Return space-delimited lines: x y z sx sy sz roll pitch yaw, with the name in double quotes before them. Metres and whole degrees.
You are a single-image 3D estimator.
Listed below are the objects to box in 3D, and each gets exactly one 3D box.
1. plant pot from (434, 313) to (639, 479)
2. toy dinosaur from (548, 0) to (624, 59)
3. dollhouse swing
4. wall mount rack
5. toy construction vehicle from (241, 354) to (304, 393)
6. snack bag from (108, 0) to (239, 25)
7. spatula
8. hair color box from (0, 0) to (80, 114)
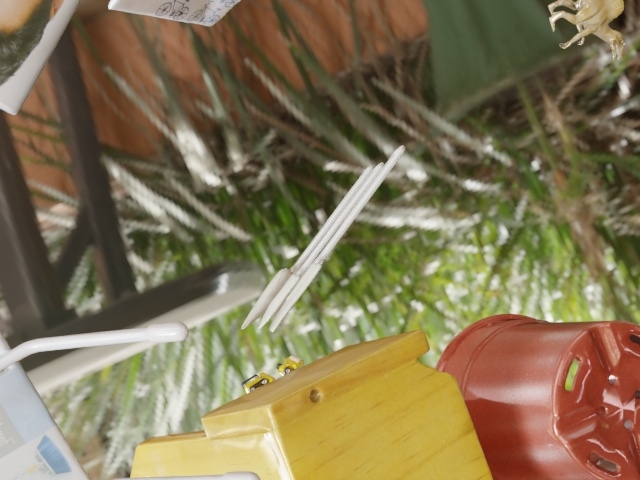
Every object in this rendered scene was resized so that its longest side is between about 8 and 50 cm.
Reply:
"plant pot" 0.321 0.216 1.574 0.272 0.272 0.265 -24 180 -24
"toy dinosaur" 0.340 -0.298 1.544 0.092 0.053 0.183 -15 145 18
"dollhouse swing" -0.004 0.326 1.462 0.315 0.347 0.305 -23 -176 -30
"wall mount rack" -0.243 0.205 1.146 0.304 0.350 0.130 -30 -144 -13
"toy construction vehicle" -0.052 0.211 1.763 0.098 0.035 0.086 -32 -149 -33
"snack bag" -0.142 -0.466 1.895 0.342 0.037 0.323 -39 167 21
"spatula" 0.000 0.000 1.302 0.242 0.019 0.168 -54 -174 -12
"hair color box" -0.250 -0.314 0.984 0.113 0.185 0.374 26 -93 55
